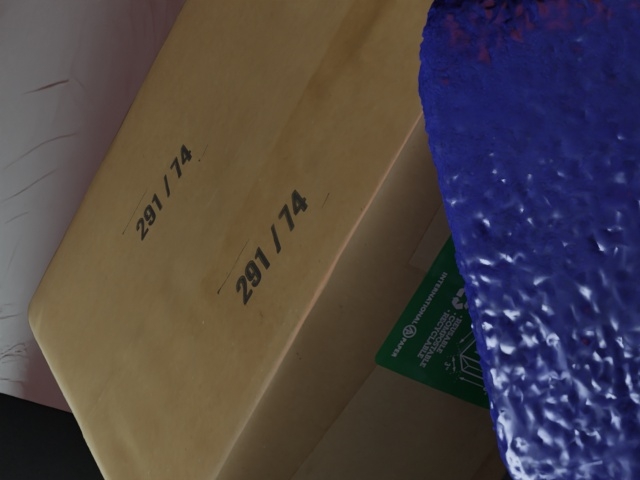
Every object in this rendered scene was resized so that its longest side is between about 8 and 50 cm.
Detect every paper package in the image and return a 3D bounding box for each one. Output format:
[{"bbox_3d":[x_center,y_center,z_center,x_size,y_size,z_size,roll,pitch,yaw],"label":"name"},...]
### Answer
[{"bbox_3d":[0.000,0.000,0.679,0.325,0.168,0.309,-61,34,10],"label":"paper package"}]

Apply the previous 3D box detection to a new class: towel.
[{"bbox_3d":[0.185,-0.011,0.397,0.308,0.076,0.227,-7,97,42],"label":"towel"}]

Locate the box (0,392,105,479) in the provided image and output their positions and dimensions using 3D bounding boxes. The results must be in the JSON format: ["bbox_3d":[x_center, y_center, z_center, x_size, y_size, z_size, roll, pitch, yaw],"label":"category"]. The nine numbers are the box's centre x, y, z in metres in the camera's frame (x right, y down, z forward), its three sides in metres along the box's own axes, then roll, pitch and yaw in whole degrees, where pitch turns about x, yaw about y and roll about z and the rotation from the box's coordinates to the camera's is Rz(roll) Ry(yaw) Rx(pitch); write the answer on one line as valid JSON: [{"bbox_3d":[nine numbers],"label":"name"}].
[{"bbox_3d":[-0.346,0.248,0.914,0.294,0.296,0.182,-44,39,33],"label":"box"}]
